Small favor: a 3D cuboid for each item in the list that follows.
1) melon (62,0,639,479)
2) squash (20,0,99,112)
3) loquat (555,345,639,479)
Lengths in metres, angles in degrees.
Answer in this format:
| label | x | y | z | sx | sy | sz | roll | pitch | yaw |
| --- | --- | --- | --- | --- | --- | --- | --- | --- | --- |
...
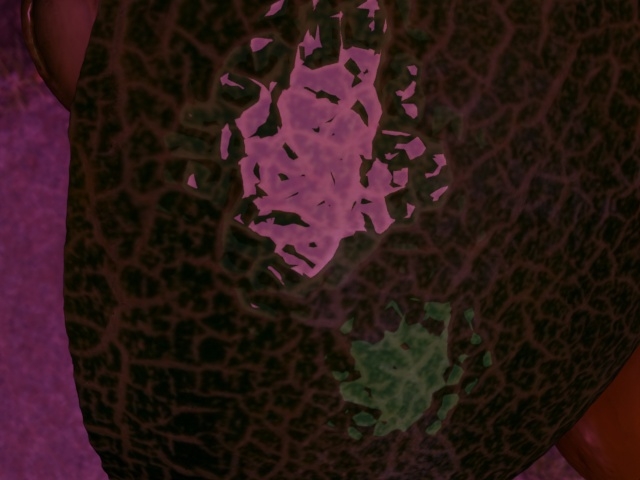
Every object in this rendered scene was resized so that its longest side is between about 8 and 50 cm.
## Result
| label | x | y | z | sx | sy | sz | roll | pitch | yaw |
| --- | --- | --- | --- | --- | --- | --- | --- | --- | --- |
| melon | 0.025 | 0.001 | 0.508 | 0.331 | 0.226 | 0.343 | 13 | 88 | -29 |
| squash | -0.054 | -0.090 | 0.546 | 0.169 | 0.252 | 0.093 | 3 | 103 | -3 |
| loquat | 0.231 | 0.086 | 0.611 | 0.213 | 0.213 | 0.246 | -20 | 88 | 2 |
